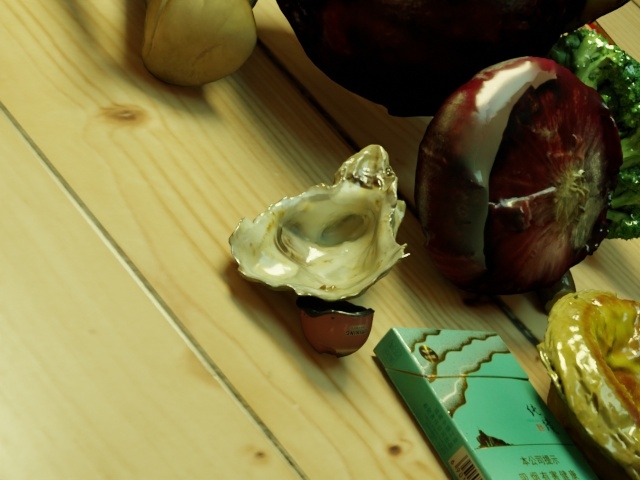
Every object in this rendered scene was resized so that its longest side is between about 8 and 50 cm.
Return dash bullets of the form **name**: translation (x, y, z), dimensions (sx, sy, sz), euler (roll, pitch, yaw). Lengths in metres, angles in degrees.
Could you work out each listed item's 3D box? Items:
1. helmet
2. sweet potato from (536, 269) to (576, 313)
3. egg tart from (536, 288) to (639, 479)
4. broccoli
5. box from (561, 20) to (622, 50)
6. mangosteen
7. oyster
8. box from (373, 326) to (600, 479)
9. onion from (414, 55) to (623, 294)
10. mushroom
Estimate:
- **helmet**: translation (0.011, 0.080, 1.249), dimensions (0.065, 0.049, 0.084), euler (-1, 9, -27)
- **sweet potato**: translation (0.271, 0.039, 1.609), dimensions (0.049, 0.049, 0.117), euler (27, 33, -21)
- **egg tart**: translation (0.322, 0.175, 1.399), dimensions (0.295, 0.116, 0.295), euler (28, 32, -20)
- **broccoli**: translation (0.309, -0.131, 1.736), dimensions (0.294, 0.265, 0.245), euler (28, 56, 4)
- **box**: translation (0.418, -0.224, 2.049), dimensions (0.313, 0.089, 0.197), euler (60, 5, 34)
- **mangosteen**: translation (0.150, -0.317, 1.571), dimensions (0.421, 0.381, 0.381), euler (9, 35, -11)
- **oyster**: translation (0.016, 0.000, 1.319), dimensions (0.161, 0.107, 0.233), euler (18, 36, 11)
- **box**: translation (0.164, 0.177, 1.286), dimensions (0.162, 0.041, 0.229), euler (7, 41, -45)
- **onion**: translation (0.188, -0.069, 1.500), dimensions (0.272, 0.272, 0.195), euler (10, 6, -42)
- **mushroom**: translation (-0.134, -0.314, 1.578), dimensions (0.154, 0.137, 0.407), euler (46, 24, -34)
